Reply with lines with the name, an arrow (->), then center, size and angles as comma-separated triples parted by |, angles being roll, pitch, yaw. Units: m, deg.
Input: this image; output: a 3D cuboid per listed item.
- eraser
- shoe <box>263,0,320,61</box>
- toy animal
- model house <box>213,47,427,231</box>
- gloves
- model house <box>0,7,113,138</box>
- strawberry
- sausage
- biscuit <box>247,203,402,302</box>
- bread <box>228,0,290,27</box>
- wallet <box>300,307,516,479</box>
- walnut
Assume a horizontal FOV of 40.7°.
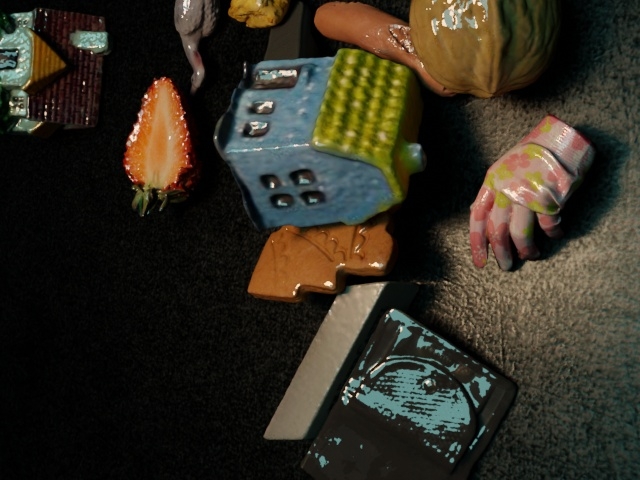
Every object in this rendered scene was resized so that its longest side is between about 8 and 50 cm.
eraser -> 0.035, 0.202, 1.428 | 0.077, 0.111, 0.352 | 36, 107, 32
shoe -> -0.043, -0.321, 1.565 | 0.108, 0.093, 0.241 | -20, 50, 37
toy animal -> -0.252, -0.447, 1.732 | 0.195, 0.090, 0.324 | -30, 72, 58
model house -> 0.024, -0.156, 1.360 | 0.303, 0.215, 0.237 | -1, 48, 19
gloves -> 0.291, -0.061, 1.256 | 0.145, 0.126, 0.241 | 42, 103, 28
model house -> -0.600, -0.372, 1.937 | 0.249, 0.230, 0.280 | 3, 89, 13
strawberry -> -0.302, -0.177, 1.736 | 0.188, 0.106, 0.286 | 1, 80, 35
sausage -> 0.115, -0.332, 1.440 | 0.327, 0.079, 0.087 | 36, 137, 36
biscuit -> 0.000, 0.000, 1.428 | 0.306, 0.043, 0.284 | -37, 42, 10
bread -> -0.094, -0.495, 1.597 | 0.114, 0.083, 0.211 | 7, 76, 44
wallet -> 0.135, 0.298, 1.352 | 0.247, 0.041, 0.323 | 32, 106, 17
walnut -> 0.241, -0.318, 1.263 | 0.228, 0.228, 0.228 | -5, 83, 37
